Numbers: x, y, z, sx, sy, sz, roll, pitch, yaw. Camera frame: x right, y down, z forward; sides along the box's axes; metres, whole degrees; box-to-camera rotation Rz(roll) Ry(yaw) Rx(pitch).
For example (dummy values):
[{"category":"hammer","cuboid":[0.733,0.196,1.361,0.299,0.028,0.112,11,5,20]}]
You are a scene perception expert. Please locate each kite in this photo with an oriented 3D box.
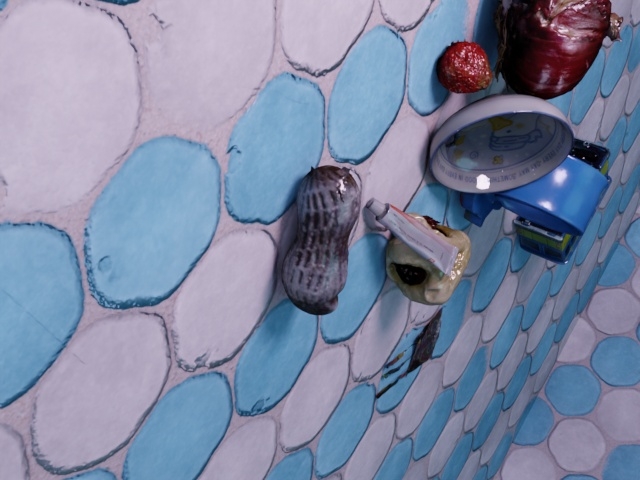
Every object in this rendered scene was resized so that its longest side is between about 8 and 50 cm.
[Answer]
[{"category":"kite","cuboid":[0.218,0.273,1.833,0.285,0.015,0.152,-29,134,-47]}]

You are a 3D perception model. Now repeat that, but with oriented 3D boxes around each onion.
[{"category":"onion","cuboid":[0.443,-0.417,1.449,0.314,0.232,0.314,3,90,-88]}]

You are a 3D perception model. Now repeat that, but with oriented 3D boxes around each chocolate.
[{"category":"chocolate","cuboid":[0.000,0.000,1.190,0.110,0.110,0.248,-15,120,-54]}]

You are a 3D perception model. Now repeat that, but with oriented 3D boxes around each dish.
[{"category":"dish","cuboid":[0.337,-0.215,1.506,0.273,0.273,0.134,52,27,-58]}]

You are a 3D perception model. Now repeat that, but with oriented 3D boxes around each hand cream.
[{"category":"hand cream","cuboid":[0.168,-0.015,1.409,0.216,0.038,0.052,35,94,-24]}]

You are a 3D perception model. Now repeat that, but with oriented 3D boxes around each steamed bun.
[{"category":"steamed bun","cuboid":[0.194,0.020,1.505,0.155,0.141,0.172,44,69,-45]}]

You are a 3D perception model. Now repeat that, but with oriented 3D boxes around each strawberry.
[{"category":"strawberry","cuboid":[0.261,-0.309,1.395,0.106,0.106,0.106,-38,141,-40]}]

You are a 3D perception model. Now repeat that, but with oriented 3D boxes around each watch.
[{"category":"watch","cuboid":[0.484,-0.107,1.724,0.305,0.274,0.241,21,93,-56]}]

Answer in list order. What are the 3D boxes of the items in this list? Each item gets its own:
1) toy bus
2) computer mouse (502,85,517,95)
[{"category":"toy bus","cuboid":[0.677,-0.114,2.158,0.312,0.152,0.190,-58,149,-13]},{"category":"computer mouse","cuboid":[0.447,-0.316,1.704,0.182,0.089,0.056,-56,160,-21]}]
